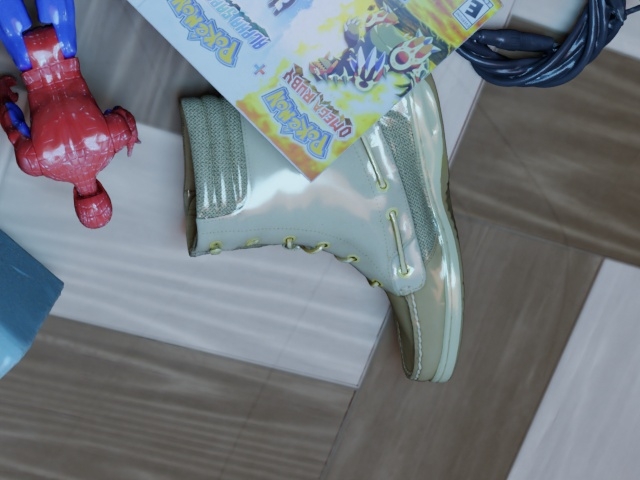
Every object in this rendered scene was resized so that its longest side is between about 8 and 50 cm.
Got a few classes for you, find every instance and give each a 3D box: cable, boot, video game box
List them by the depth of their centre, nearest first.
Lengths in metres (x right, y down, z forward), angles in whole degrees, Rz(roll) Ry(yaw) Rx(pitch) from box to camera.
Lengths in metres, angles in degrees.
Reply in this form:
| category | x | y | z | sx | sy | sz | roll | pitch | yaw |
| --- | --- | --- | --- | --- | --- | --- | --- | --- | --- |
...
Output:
| category | x | y | z | sx | sy | sz | roll | pitch | yaw |
| --- | --- | --- | --- | --- | --- | --- | --- | --- | --- |
| video game box | -0.009 | -0.172 | 1.104 | 0.187 | 0.048 | 0.205 | -42 | 114 | 10 |
| cable | 0.152 | -0.201 | 1.218 | 0.150 | 0.047 | 0.184 | -33 | 123 | 16 |
| boot | 0.000 | 0.000 | 1.234 | 0.203 | 0.095 | 0.262 | -12 | 108 | -12 |

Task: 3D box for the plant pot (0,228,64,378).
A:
| category | x | y | z | sx | sy | sz | roll | pitch | yaw |
| --- | --- | --- | --- | --- | --- | --- | --- | --- | --- |
| plant pot | -0.357 | 0.042 | 1.082 | 0.248 | 0.247 | 0.252 | -42 | 99 | 4 |

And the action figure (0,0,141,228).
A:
| category | x | y | z | sx | sy | sz | roll | pitch | yaw |
| --- | --- | --- | --- | --- | --- | --- | --- | --- | --- |
| action figure | -0.195 | -0.143 | 1.139 | 0.091 | 0.139 | 0.280 | -16 | 93 | -5 |
